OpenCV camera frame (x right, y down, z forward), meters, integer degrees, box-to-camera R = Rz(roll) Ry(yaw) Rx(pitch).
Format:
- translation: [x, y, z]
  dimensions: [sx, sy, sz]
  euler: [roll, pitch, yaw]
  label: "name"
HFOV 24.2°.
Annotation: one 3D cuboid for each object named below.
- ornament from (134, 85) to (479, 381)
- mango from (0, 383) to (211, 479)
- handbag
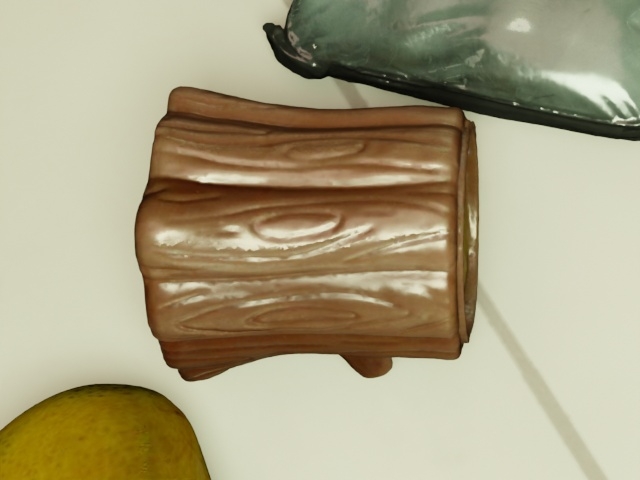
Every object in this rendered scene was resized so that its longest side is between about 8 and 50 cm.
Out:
- translation: [0.000, 0.000, 1.070]
  dimensions: [0.218, 0.235, 0.221]
  euler: [1, 99, 9]
  label: "ornament"
- translation: [-0.157, 0.277, 1.014]
  dimensions: [0.264, 0.221, 0.378]
  euler: [-14, 62, 13]
  label: "mango"
- translation: [0.130, -0.193, 1.161]
  dimensions: [0.332, 0.075, 0.191]
  euler: [13, 81, 12]
  label: "handbag"
